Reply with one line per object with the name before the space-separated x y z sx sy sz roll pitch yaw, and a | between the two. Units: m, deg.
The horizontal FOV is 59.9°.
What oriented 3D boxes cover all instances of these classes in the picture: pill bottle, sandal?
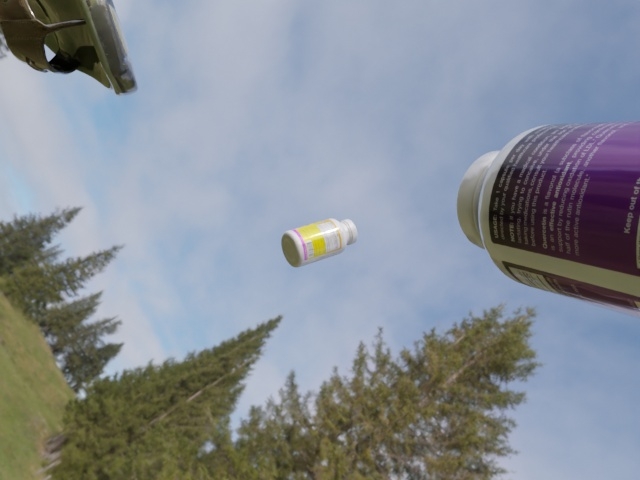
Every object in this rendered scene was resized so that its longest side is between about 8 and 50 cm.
pill bottle | 0.285 -0.025 0.539 0.323 0.181 0.181 21 -44 63
sandal | -0.258 -0.200 0.520 0.303 0.086 0.120 30 -39 40
pill bottle | 0.000 0.000 0.638 0.043 0.083 0.043 36 -45 48
